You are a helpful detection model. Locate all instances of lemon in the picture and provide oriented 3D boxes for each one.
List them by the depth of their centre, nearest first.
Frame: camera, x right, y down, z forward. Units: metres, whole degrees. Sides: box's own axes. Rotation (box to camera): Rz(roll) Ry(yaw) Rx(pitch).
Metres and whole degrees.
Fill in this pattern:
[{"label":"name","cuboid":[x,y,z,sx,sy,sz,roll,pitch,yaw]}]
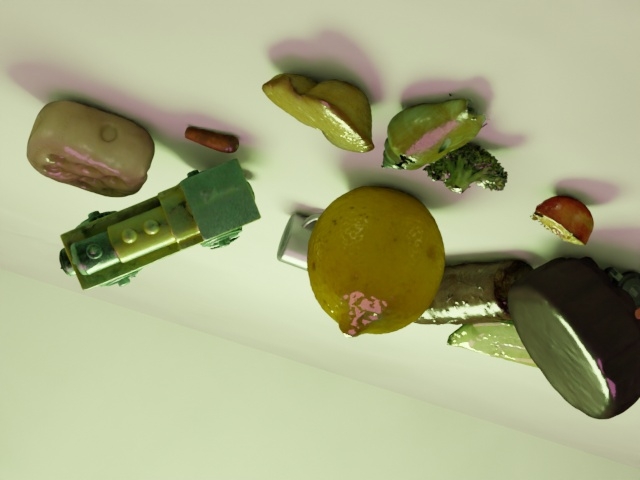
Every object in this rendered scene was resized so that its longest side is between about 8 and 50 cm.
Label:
[{"label":"lemon","cuboid":[0.091,0.039,1.667,0.228,0.254,0.228,2,164,1]}]

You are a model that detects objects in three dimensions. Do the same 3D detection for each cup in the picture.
[{"label":"cup","cuboid":[-0.001,-0.002,1.948,0.133,0.136,0.099,20,-162,-9]}]

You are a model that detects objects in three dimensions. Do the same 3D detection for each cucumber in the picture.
[{"label":"cucumber","cuboid":[0.444,0.215,2.192,0.325,0.105,0.145,10,-171,23]}]

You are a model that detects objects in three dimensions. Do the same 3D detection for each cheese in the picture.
[{"label":"cheese","cuboid":[-0.386,-0.154,1.741,0.217,0.117,0.235,9,165,16]}]

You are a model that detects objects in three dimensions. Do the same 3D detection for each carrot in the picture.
[{"label":"carrot","cuboid":[-0.177,-0.165,1.656,0.093,0.032,0.032,16,164,13]}]

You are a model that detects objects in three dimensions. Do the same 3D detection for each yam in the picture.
[{"label":"yam","cuboid":[0.276,0.102,1.929,0.131,0.131,0.279,27,160,-32]}]

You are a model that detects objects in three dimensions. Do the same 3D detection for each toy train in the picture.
[{"label":"toy train","cuboid":[-0.287,-0.021,1.762,0.368,0.150,0.237,-23,-179,-4]}]

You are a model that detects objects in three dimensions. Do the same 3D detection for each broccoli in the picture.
[{"label":"broccoli","cuboid":[0.203,-0.093,1.408,0.097,0.092,0.095,40,144,-15]}]

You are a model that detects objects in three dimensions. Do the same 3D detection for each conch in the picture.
[{"label":"conch","cuboid":[0.145,-0.142,1.345,0.094,0.080,0.200,6,167,-44]}]

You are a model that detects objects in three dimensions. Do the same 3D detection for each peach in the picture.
[{"label":"peach","cuboid":[0.362,-0.035,1.496,0.098,0.061,0.098,34,178,2]}]

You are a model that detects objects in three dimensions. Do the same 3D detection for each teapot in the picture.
[{"label":"teapot","cuboid":[0.517,0.077,1.733,0.088,0.066,0.057,43,176,-12]}]

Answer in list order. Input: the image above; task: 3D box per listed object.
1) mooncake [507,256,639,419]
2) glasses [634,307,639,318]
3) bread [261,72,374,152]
[{"label":"mooncake","cuboid":[0.450,0.158,1.714,0.283,0.141,0.283,55,168,17]},{"label":"glasses","cuboid":[0.630,0.083,1.514,0.234,0.118,0.268,21,162,-22]},{"label":"bread","cuboid":[0.006,-0.181,1.371,0.149,0.065,0.187,20,171,31]}]
